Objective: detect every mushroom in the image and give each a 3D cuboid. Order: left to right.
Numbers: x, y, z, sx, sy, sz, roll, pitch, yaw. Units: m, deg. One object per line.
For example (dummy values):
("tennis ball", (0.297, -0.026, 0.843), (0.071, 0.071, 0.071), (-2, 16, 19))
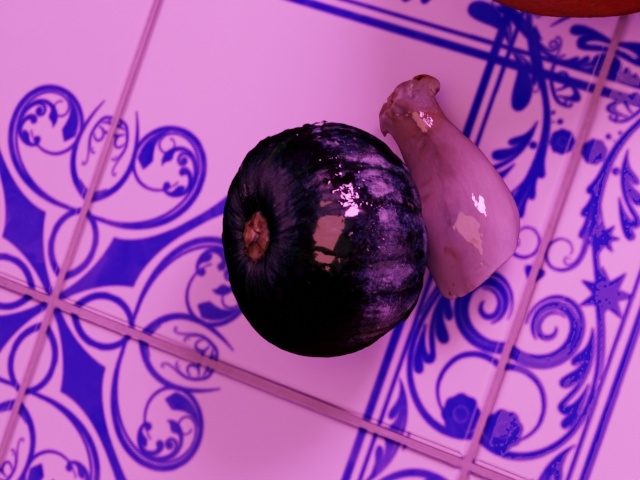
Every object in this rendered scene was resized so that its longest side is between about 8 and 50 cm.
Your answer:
("mushroom", (0.121, -0.056, 1.922), (0.116, 0.093, 0.225), (-30, 77, 39))

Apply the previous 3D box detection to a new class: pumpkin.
("pumpkin", (0.000, 0.000, 1.904), (0.233, 0.163, 0.233), (7, 99, 57))

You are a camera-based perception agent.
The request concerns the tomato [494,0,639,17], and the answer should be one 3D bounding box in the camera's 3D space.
("tomato", (0.240, -0.370, 1.794), (0.341, 0.273, 0.341), (1, 92, 41))
